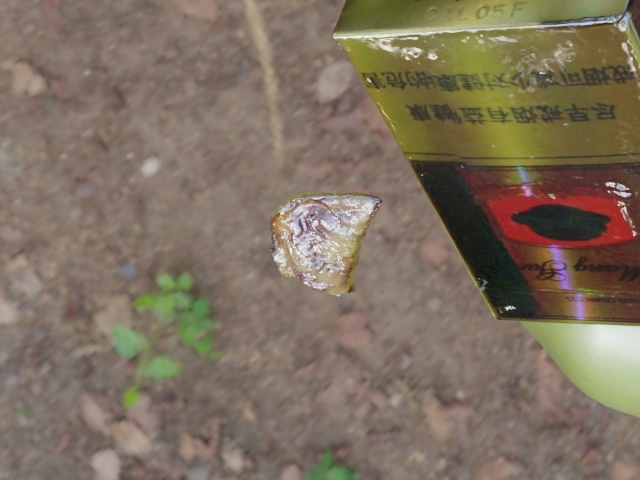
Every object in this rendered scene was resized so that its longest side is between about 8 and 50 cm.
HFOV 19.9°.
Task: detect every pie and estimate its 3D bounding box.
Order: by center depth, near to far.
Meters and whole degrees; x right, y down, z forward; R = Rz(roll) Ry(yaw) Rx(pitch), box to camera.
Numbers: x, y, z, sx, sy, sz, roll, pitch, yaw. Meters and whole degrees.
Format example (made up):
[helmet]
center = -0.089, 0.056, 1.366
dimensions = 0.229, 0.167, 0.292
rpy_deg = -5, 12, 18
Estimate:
[pie]
center = 0.000, 0.000, 1.561
dimensions = 0.092, 0.034, 0.170
rpy_deg = 14, 149, 4

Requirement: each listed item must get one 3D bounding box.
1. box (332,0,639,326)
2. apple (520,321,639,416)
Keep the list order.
[box]
center = 0.123, -0.049, 0.928
dimensions = 0.159, 0.071, 0.240
rpy_deg = -1, 142, 29
[apple]
center = 0.288, -0.029, 1.392
dimensions = 0.357, 0.357, 0.357
rpy_deg = 13, 119, 25
